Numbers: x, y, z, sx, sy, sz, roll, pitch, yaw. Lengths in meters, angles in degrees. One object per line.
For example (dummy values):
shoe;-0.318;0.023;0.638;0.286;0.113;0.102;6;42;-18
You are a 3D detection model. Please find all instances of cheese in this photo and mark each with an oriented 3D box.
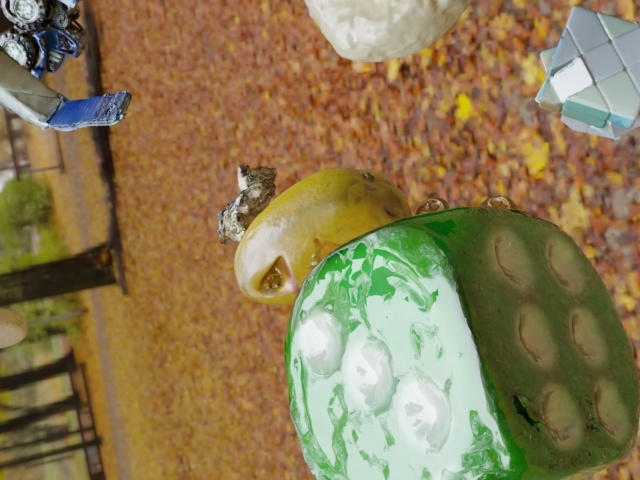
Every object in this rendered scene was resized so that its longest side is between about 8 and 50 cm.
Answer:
cheese;0.104;-0.462;1.686;0.318;0.115;0.326;-50;58;14

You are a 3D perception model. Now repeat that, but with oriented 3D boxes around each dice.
dice;0.155;0.147;1.117;0.300;0.287;0.297;-35;61;43

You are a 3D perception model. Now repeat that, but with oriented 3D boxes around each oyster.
oyster;-0.154;-0.084;2.200;0.198;0.092;0.260;-61;-9;-24

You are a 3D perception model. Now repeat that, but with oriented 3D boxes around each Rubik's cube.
Rubik's cube;0.542;-0.313;1.911;0.213;0.265;0.224;38;-106;-77

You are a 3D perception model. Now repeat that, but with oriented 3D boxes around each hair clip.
hair clip;-0.623;0.140;1.769;0.159;0.218;0.071;-54;36;38

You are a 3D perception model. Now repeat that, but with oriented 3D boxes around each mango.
mango;0.000;0.000;1.928;0.253;0.364;0.182;56;-169;-32

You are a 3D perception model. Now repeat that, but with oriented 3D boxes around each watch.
watch;-0.423;-0.255;1.393;0.276;0.068;0.274;44;159;-29

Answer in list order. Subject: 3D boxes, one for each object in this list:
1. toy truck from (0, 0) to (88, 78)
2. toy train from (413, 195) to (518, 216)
toy truck;-0.418;-0.358;1.561;0.113;0.126;0.208;-67;-3;-57
toy train;0.278;0.045;2.007;0.163;0.369;0.232;47;-129;-48
